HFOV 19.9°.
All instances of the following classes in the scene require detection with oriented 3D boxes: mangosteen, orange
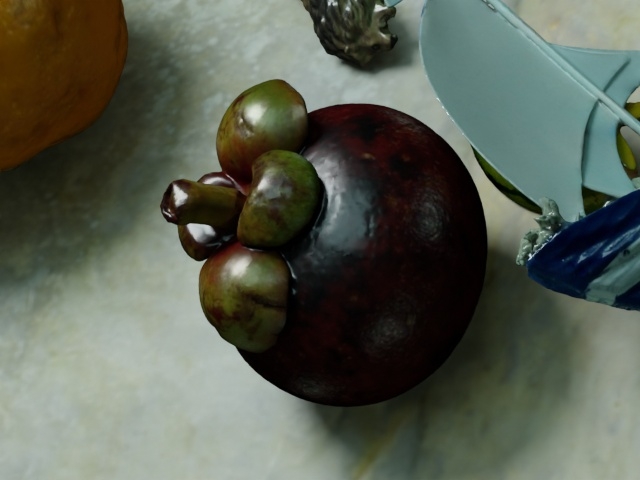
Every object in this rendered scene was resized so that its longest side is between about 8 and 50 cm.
[{"bbox_3d":[0.000,0.000,1.048,0.200,0.200,0.200,-12,51,15],"label":"mangosteen"},{"bbox_3d":[-0.264,-0.150,1.232,0.261,0.261,0.261,-12,51,15],"label":"orange"}]

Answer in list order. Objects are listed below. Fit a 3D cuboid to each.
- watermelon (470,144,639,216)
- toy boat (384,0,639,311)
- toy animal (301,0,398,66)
[{"bbox_3d":[0.126,-0.066,1.145,0.069,0.087,0.163,-56,40,27],"label":"watermelon"},{"bbox_3d":[0.138,-0.086,1.059,0.220,0.067,0.291,-34,71,-33],"label":"toy boat"},{"bbox_3d":[-0.004,-0.210,1.285,0.069,0.086,0.220,3,38,-24],"label":"toy animal"}]
